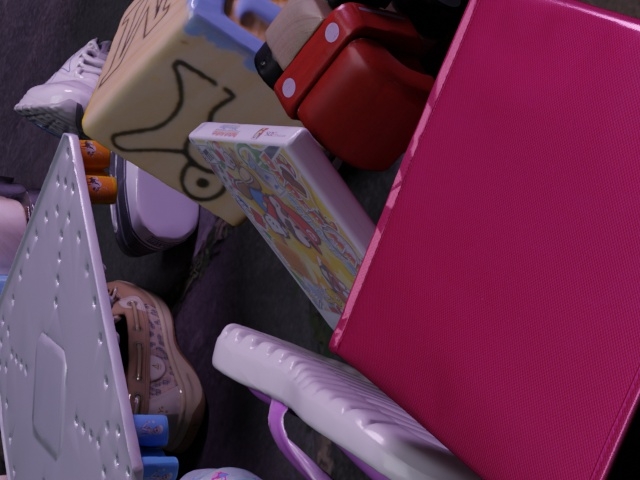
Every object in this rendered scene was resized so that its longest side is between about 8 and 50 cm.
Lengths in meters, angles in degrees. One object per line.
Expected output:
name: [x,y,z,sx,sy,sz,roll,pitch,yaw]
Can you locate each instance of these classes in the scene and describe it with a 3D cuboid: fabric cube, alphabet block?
fabric cube: [0.206,0.025,0.812,0.258,0.259,0.254,33,105,58]
alphabet block: [-0.079,-0.167,1.348,0.197,0.192,0.193,-37,27,41]

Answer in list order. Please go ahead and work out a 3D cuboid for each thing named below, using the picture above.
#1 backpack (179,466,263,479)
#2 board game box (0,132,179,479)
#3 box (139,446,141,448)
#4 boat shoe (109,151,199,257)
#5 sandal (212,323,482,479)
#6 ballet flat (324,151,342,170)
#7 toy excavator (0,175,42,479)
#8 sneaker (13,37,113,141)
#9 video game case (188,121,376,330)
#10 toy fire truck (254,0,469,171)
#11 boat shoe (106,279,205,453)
backpack: [-0.093,0.288,1.250,0.115,0.152,0.182,14,76,48]
board game box: [-0.256,0.156,1.473,0.390,0.050,0.390,-57,41,47]
box: [-0.223,0.293,1.535,0.186,0.038,0.145,42,112,54]
boat shoe: [-0.193,-0.128,1.624,0.102,0.108,0.301,-22,65,49]
sandal: [0.026,0.157,1.059,0.102,0.169,0.416,-69,20,1]
ballet flat: [-0.008,-0.067,1.375,0.114,0.041,0.041,-47,41,37]
toy excavator: [-0.442,0.150,1.815,0.433,0.222,0.445,15,102,57]
sneaker: [-0.281,-0.182,1.703,0.129,0.111,0.297,-60,10,5]
video game case: [0.000,0.000,1.163,0.026,0.227,0.206,-42,21,-16]
toy fire truck: [0.081,-0.074,1.101,0.158,0.217,0.246,-48,55,33]
boat shoe: [-0.209,0.120,1.542,0.285,0.089,0.105,44,113,54]
